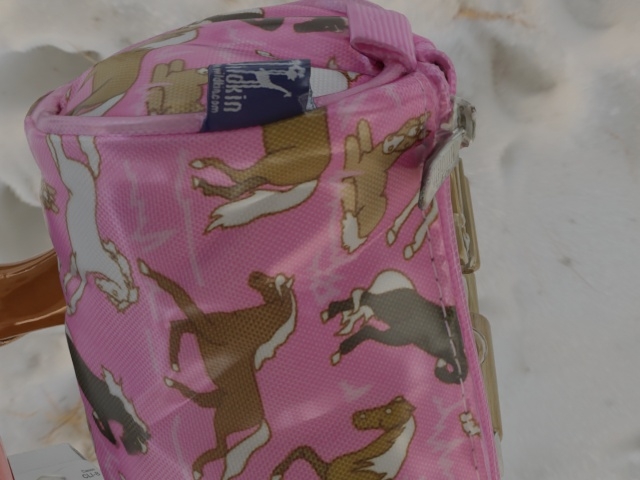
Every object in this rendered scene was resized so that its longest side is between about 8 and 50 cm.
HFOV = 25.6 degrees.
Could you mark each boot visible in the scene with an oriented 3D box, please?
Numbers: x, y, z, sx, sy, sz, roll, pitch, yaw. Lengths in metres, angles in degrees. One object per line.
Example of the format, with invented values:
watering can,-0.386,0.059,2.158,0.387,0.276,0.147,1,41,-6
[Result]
boot,-0.197,0.018,1.068,0.152,0.197,0.073,-46,47,40

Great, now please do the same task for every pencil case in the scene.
pencil case,-0.001,0.098,0.596,0.160,0.167,0.386,-24,112,-33

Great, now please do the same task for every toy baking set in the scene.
toy baking set,0.070,0.045,0.744,0.030,0.197,0.256,-9,52,9

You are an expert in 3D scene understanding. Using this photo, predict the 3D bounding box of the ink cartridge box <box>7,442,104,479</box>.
ink cartridge box,-0.239,0.278,1.153,0.127,0.128,0.176,33,112,29

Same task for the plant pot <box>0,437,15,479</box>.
plant pot,-0.314,0.166,0.880,0.275,0.275,0.243,6,124,3
